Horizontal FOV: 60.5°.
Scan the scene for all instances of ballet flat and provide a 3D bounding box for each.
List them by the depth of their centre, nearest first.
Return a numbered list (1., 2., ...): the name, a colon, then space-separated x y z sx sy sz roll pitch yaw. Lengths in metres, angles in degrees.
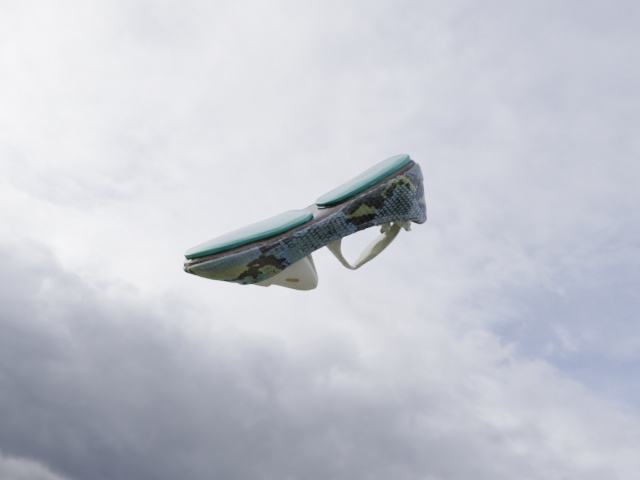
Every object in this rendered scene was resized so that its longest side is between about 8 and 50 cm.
1. ballet flat: 0.000 0.000 0.390 0.189 0.070 0.070 -25 -39 -15
